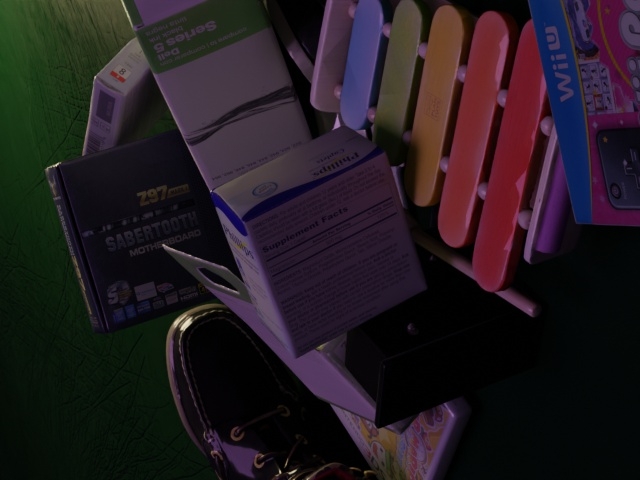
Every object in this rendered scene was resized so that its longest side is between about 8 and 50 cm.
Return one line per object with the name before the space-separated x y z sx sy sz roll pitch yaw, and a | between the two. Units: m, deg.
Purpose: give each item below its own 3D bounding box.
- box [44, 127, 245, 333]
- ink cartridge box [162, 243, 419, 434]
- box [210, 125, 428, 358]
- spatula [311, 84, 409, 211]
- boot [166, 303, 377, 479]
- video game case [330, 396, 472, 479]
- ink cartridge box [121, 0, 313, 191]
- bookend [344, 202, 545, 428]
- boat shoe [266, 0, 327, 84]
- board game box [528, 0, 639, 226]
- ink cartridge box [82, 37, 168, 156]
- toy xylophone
box | -0.151 -0.022 1.575 0.059 0.233 0.183 -7 100 67
ink cartridge box | -0.023 0.074 1.377 0.235 0.056 0.171 48 166 -23
box | 0.000 0.000 1.180 0.072 0.126 0.137 43 156 55
spatula | 0.047 -0.049 1.413 0.168 0.019 0.242 20 128 58
boot | -0.030 0.242 1.581 0.377 0.138 0.284 69 163 -4
video game case | 0.063 0.148 1.483 0.206 0.026 0.227 56 153 28
ink cartridge box | -0.110 -0.194 1.383 0.273 0.115 0.198 70 176 -56
bookend | 0.076 0.058 1.254 0.157 0.156 0.072 49 147 42
boat shoe | -0.022 -0.250 1.363 0.233 0.079 0.084 65 -166 23
board game box | 0.249 -0.120 0.854 0.303 0.098 0.224 5 110 64
ink cartridge box | -0.186 -0.177 1.614 0.045 0.179 0.145 29 145 5
toy xylophone | 0.106 -0.073 1.150 0.323 0.081 0.236 30 120 53
